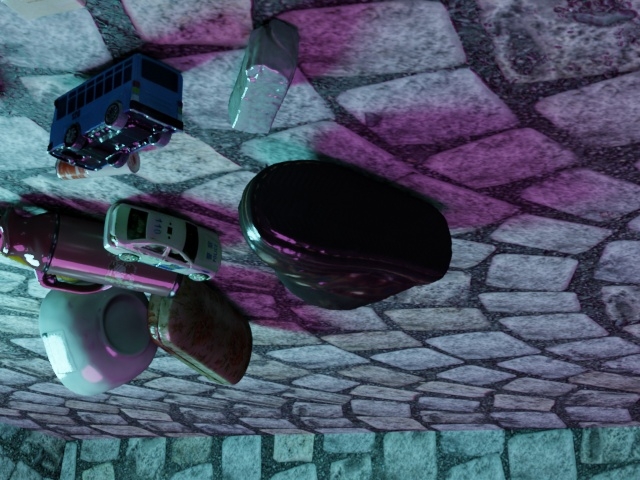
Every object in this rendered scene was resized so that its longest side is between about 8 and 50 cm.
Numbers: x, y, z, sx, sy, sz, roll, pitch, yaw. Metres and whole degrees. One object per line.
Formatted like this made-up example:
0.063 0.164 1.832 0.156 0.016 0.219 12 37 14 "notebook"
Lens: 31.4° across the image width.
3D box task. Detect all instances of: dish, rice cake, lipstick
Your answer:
-0.416 0.174 2.238 0.117 0.256 0.256 -16 151 39 "dish"
-0.071 -0.193 1.398 0.063 0.069 0.206 9 159 -10 "rice cake"
-0.338 -0.115 1.728 0.131 0.038 0.038 -4 158 23 "lipstick"

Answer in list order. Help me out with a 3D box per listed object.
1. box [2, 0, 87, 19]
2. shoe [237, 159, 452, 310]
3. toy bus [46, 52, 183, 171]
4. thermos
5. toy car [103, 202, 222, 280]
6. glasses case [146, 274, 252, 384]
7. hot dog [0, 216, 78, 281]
-0.340 -0.297 1.244 0.090 0.024 0.167 -4 158 27 "box"
0.000 0.000 1.763 0.384 0.171 0.237 11 157 -38 "shoe"
-0.266 -0.163 1.477 0.185 0.106 0.090 -19 153 38 "toy bus"
-0.415 0.024 2.024 0.330 0.109 0.136 13 150 -20 "thermos"
-0.261 0.000 1.954 0.224 0.090 0.076 18 151 -31 "toy car"
-0.243 0.187 2.369 0.098 0.156 0.425 4 161 19 "glasses case"
-0.531 0.012 2.097 0.088 0.061 0.286 -5 159 26 "hot dog"
